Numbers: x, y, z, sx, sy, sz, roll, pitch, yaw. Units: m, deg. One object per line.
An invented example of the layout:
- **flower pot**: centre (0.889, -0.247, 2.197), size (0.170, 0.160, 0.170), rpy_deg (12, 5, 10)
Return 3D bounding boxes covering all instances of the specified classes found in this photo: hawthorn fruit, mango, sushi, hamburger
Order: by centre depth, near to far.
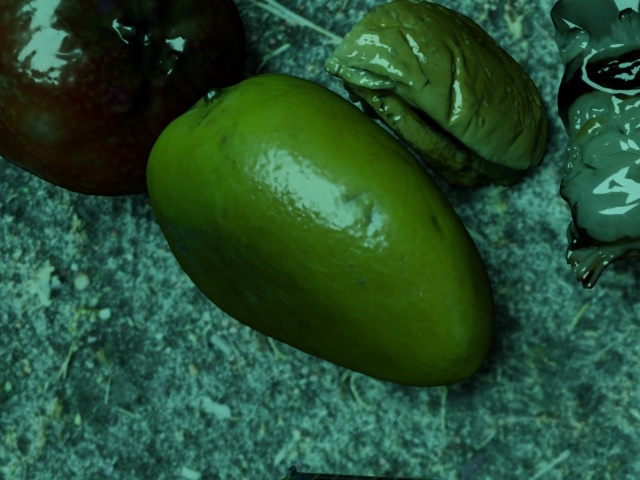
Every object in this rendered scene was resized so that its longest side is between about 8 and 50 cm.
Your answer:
- **sushi**: centre (0.265, -0.113, 1.399), size (0.124, 0.130, 0.332), rpy_deg (-10, 70, 25)
- **hamburger**: centre (0.111, -0.139, 1.444), size (0.155, 0.208, 0.135), rpy_deg (39, 93, 33)
- **mango**: centre (0.000, 0.000, 1.448), size (0.182, 0.253, 0.365), rpy_deg (-35, 63, -30)
- **hawthorn fruit**: centre (-0.260, -0.188, 1.627), size (0.369, 0.285, 0.284), rpy_deg (4, 77, 38)

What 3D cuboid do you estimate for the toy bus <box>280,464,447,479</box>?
- **toy bus**: centre (0.032, 0.254, 1.422), size (0.182, 0.103, 0.091), rpy_deg (-1, 104, 27)
